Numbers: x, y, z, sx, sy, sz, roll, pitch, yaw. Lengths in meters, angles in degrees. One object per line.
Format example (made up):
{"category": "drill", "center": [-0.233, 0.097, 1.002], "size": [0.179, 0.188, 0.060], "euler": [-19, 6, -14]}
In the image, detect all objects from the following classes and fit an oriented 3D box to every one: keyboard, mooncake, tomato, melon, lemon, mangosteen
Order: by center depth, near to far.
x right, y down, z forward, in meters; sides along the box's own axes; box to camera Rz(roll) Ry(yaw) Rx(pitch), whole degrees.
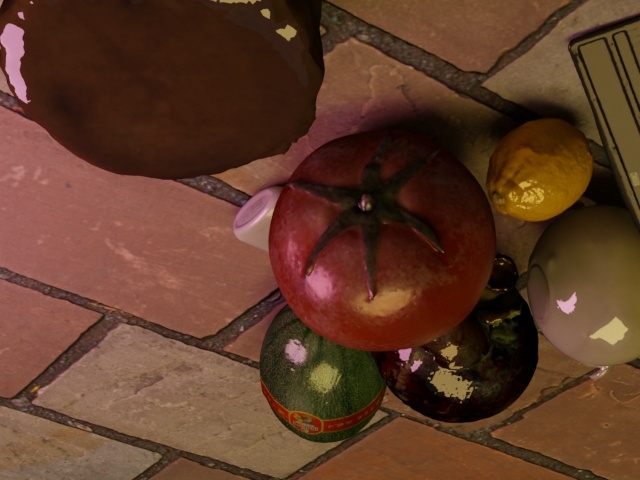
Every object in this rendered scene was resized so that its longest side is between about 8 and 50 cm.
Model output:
{"category": "mooncake", "center": [-0.152, -0.218, 1.404], "size": [0.323, 0.187, 0.324], "euler": [0, 143, 0]}
{"category": "keyboard", "center": [0.389, -0.074, 1.608], "size": [0.103, 0.041, 0.381], "euler": [-17, 109, 20]}
{"category": "lemon", "center": [0.252, -0.081, 1.640], "size": [0.114, 0.155, 0.114], "euler": [26, 133, 32]}
{"category": "tomato", "center": [0.075, 0.005, 1.657], "size": [0.264, 0.265, 0.265], "euler": [0, 145, 0]}
{"category": "mangosteen", "center": [0.193, 0.110, 1.831], "size": [0.231, 0.231, 0.289], "euler": [15, 145, -21]}
{"category": "melon", "center": [0.006, 0.185, 1.985], "size": [0.182, 0.182, 0.288], "euler": [-3, 147, 4]}

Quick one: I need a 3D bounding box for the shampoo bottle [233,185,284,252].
{"category": "shampoo bottle", "center": [0.000, 0.000, 1.829], "size": [0.220, 0.051, 0.108], "euler": [25, 136, -30]}

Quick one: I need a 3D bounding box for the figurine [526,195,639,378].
{"category": "figurine", "center": [0.445, 0.044, 1.816], "size": [0.394, 0.227, 0.274], "euler": [-6, -177, -16]}

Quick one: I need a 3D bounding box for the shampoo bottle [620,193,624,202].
{"category": "shampoo bottle", "center": [0.449, -0.112, 1.642], "size": [0.085, 0.085, 0.262], "euler": [22, 140, -28]}
